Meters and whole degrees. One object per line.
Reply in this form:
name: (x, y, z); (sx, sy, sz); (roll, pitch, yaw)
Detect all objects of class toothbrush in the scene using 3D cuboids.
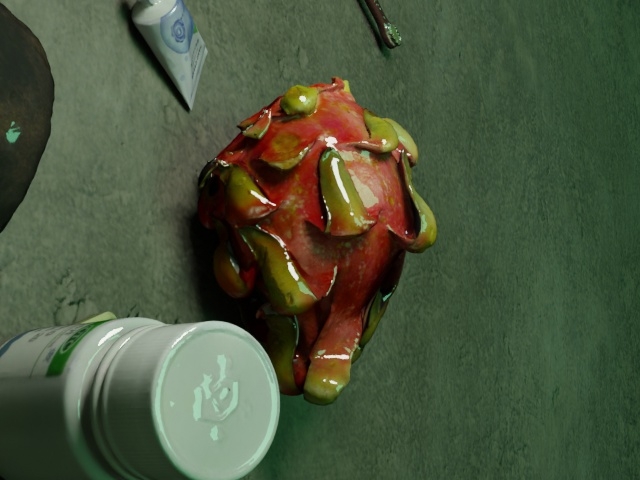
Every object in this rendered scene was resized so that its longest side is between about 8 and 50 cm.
toothbrush: (0.020, -0.400, 1.596); (0.364, 0.041, 0.041); (61, 36, -27)

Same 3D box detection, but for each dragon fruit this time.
dragon fruit: (-0.015, -0.010, 1.272); (0.307, 0.243, 0.227); (-59, 169, 2)

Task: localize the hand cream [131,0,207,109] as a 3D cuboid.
hand cream: (-0.148, -0.209, 1.258); (0.142, 0.053, 0.084); (58, 35, -48)

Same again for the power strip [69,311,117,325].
power strip: (-0.186, 0.150, 1.097); (0.076, 0.028, 0.169); (-28, 104, -59)

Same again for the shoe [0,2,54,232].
shoe: (-0.314, -0.057, 0.817); (0.237, 0.171, 0.384); (47, 36, -35)

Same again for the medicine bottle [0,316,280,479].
medicine bottle: (-0.150, 0.125, 0.942); (0.139, 0.237, 0.139); (10, 75, -42)
